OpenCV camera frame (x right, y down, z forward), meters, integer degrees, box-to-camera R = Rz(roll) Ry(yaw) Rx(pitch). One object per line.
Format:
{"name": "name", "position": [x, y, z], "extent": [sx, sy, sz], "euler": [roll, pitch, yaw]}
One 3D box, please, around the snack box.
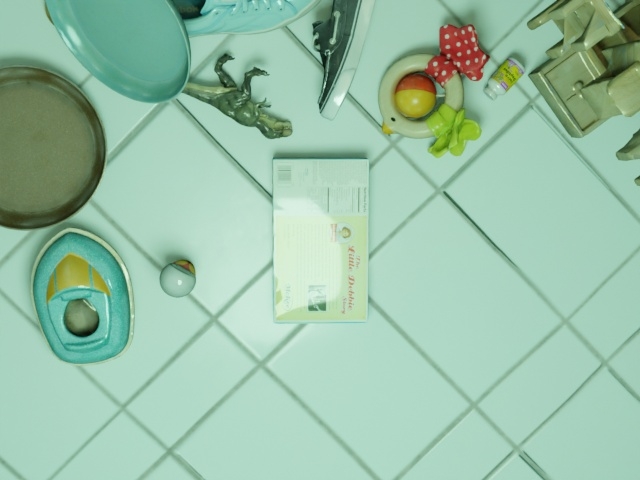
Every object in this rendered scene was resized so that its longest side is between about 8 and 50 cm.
{"name": "snack box", "position": [0.000, 0.000, 1.791], "extent": [0.187, 0.060, 0.321], "euler": [0, 97, -3]}

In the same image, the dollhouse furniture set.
{"name": "dollhouse furniture set", "position": [0.564, -0.312, 1.614], "extent": [0.256, 0.394, 0.362], "euler": [-37, 98, 2]}

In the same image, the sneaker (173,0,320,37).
{"name": "sneaker", "position": [-0.163, -0.438, 1.681], "extent": [0.366, 0.150, 0.135], "euler": [-15, 99, -1]}

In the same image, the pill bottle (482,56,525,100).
{"name": "pill bottle", "position": [0.353, -0.310, 1.779], "extent": [0.043, 0.043, 0.083], "euler": [42, 93, -7]}

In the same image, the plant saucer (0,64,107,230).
{"name": "plant saucer", "position": [-0.556, -0.175, 1.744], "extent": [0.311, 0.050, 0.310], "euler": [0, 98, -2]}

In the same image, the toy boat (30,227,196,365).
{"name": "toy boat", "position": [-0.388, 0.094, 1.737], "extent": [0.318, 0.148, 0.267], "euler": [-13, 98, -1]}

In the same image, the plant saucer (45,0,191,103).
{"name": "plant saucer", "position": [-0.352, -0.386, 1.635], "extent": [0.317, 0.317, 0.043], "euler": [44, 54, -7]}

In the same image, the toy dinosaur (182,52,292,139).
{"name": "toy dinosaur", "position": [-0.166, -0.284, 1.748], "extent": [0.268, 0.064, 0.118], "euler": [23, 102, -2]}

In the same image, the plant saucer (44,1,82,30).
{"name": "plant saucer", "position": [-0.474, -0.436, 1.731], "extent": [0.084, 0.015, 0.083], "euler": [0, 98, -4]}

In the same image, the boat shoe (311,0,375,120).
{"name": "boat shoe", "position": [0.030, -0.378, 1.722], "extent": [0.102, 0.108, 0.301], "euler": [16, 94, -5]}

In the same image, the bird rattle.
{"name": "bird rattle", "position": [0.210, -0.282, 1.739], "extent": [0.207, 0.143, 0.253], "euler": [2, 94, 13]}
